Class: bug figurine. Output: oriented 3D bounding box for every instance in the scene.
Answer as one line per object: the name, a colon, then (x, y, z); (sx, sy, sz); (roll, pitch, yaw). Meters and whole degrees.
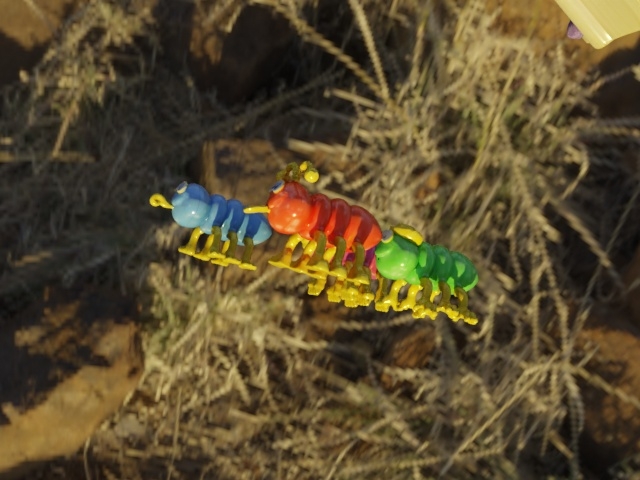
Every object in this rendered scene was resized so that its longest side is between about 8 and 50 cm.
bug figurine: (0.000, 0.000, 1.083); (0.216, 0.279, 0.072); (21, 83, -26)

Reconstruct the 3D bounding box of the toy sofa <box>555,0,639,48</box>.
toy sofa: (0.342, -0.352, 1.300); (0.362, 0.177, 0.150); (-43, 100, -10)
